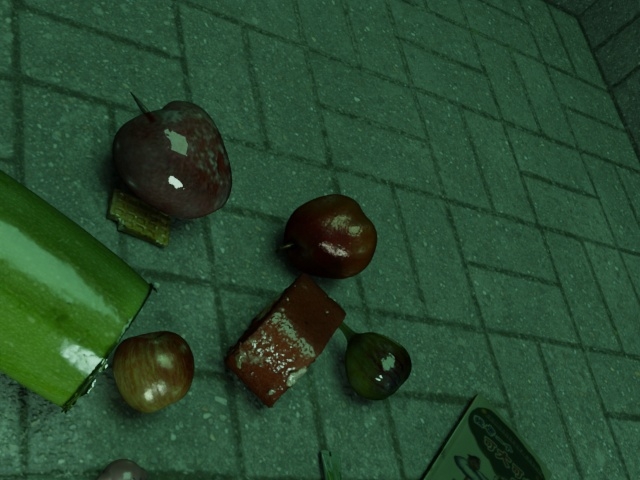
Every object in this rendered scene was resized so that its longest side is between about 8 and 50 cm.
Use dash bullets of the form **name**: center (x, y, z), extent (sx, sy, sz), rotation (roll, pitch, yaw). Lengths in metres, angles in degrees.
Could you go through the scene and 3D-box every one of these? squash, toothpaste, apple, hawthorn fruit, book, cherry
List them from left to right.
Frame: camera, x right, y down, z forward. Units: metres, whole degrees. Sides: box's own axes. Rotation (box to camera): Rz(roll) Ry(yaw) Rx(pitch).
- **squash**: center (-0.475, 0.062, 1.433), extent (0.384, 0.263, 0.263), rotation (38, 41, -15)
- **apple**: center (-0.286, 0.225, 1.573), extent (0.146, 0.146, 0.130), rotation (-9, 90, -46)
- **cherry**: center (-0.297, -0.171, 1.816), extent (0.285, 0.213, 0.236), rotation (55, 46, -12)
- **hawthorn fruit**: center (0.000, 0.000, 1.988), extent (0.226, 0.196, 0.196), rotation (-10, 67, -29)
- **toothpaste**: center (0.026, 0.491, 1.743), extent (0.048, 0.029, 0.197), rotation (22, 45, -30)
- **book**: center (0.361, 0.535, 2.009), extent (0.260, 0.043, 0.371), rotation (49, 40, -1)

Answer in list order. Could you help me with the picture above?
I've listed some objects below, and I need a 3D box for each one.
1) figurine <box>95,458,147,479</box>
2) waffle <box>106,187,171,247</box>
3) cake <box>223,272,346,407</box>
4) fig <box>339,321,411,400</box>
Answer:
- **figurine**: center (-0.321, 0.386, 1.472), extent (0.083, 0.071, 0.067), rotation (22, 5, -40)
- **waffle**: center (-0.357, -0.044, 1.806), extent (0.135, 0.021, 0.092), rotation (23, 47, -28)
- **cake**: center (-0.059, 0.186, 1.784), extent (0.151, 0.177, 0.283), rotation (48, 38, -3)
- **fig**: center (0.084, 0.221, 1.939), extent (0.245, 0.149, 0.149), rotation (47, 38, 17)
